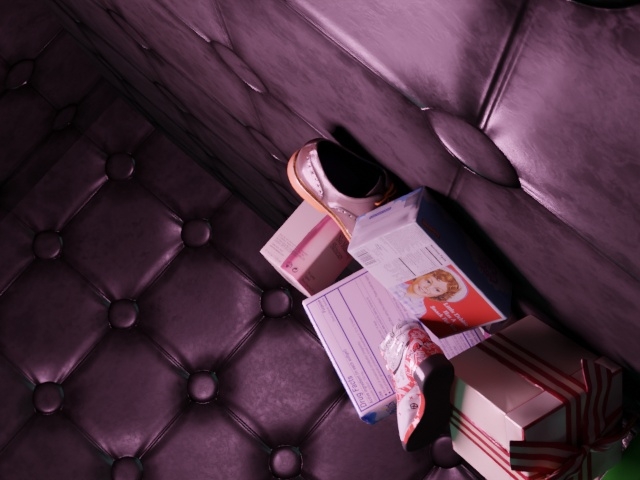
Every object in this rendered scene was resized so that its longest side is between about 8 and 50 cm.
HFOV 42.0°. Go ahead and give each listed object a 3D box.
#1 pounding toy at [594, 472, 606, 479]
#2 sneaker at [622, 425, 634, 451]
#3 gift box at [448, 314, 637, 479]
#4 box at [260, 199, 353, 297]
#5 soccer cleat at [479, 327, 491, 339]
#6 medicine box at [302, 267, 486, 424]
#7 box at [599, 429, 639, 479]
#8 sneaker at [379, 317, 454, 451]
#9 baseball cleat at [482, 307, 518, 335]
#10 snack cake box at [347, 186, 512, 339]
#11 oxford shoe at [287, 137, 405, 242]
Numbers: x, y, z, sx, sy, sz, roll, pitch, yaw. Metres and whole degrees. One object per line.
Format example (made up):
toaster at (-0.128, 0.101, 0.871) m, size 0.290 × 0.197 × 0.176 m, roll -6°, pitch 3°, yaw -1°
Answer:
pounding toy at (0.514, 0.401, 1.695) m, size 0.155 × 0.269 × 0.154 m, roll 12°, pitch -177°, yaw 29°
sneaker at (0.609, 0.435, 1.874) m, size 0.147 × 0.130 × 0.330 m, roll 27°, pitch -171°, yaw -47°
gift box at (0.375, 0.303, 1.470) m, size 0.258 × 0.255 × 0.276 m, roll 37°, pitch 150°, yaw 51°
box at (0.000, 0.000, 1.915) m, size 0.127 × 0.232 × 0.148 m, roll 37°, pitch 173°, yaw 29°
soccer cleat at (0.372, 0.254, 1.938) m, size 0.318 × 0.116 × 0.108 m, roll 44°, pitch 171°, yaw -21°
medicine box at (0.154, 0.185, 1.690) m, size 0.263 × 0.289 × 0.149 m, roll 62°, pitch -178°, yaw 22°
box at (0.601, 0.494, 1.570) m, size 0.127 × 0.262 × 0.231 m, roll 36°, pitch 171°, yaw 37°
sneaker at (0.169, 0.261, 1.529) m, size 0.270 × 0.090 × 0.145 m, roll 92°, pitch 153°, yaw -45°
baseball cleat at (0.326, 0.127, 1.579) m, size 0.206 × 0.072 × 0.109 m, roll 43°, pitch 174°, yaw -24°
snack cake box at (0.192, 0.046, 1.432) m, size 0.152 × 0.089 × 0.264 m, roll -25°, pitch 122°, yaw 37°
oxford shoe at (0.104, -0.049, 1.498) m, size 0.363 × 0.130 × 0.133 m, roll 36°, pitch 160°, yaw -8°
